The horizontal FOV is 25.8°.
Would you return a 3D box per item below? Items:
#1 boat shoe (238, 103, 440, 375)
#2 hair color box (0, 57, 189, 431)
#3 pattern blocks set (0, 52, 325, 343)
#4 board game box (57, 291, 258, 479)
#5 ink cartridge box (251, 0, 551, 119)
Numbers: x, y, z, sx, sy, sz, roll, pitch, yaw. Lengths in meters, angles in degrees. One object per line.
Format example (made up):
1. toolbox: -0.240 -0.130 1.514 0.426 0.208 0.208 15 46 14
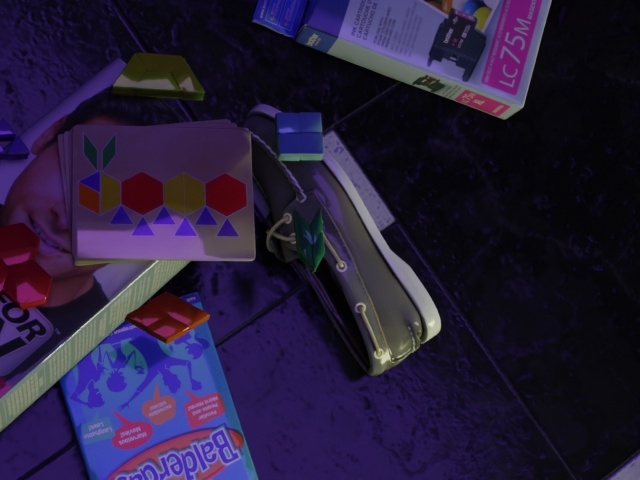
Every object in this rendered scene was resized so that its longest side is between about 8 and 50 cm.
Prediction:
1. boat shoe: 0.002 -0.001 1.438 0.091 0.109 0.305 -38 94 -22
2. hair color box: -0.268 0.016 1.335 0.185 0.113 0.374 43 67 8
3. pattern blocks set: -0.154 -0.043 1.303 0.325 0.026 0.285 8 68 -8
4. board game box: -0.168 0.175 1.396 0.160 0.047 0.210 -18 84 -15
5. ink cartridge box: 0.097 -0.273 1.538 0.311 0.065 0.185 19 76 -8
